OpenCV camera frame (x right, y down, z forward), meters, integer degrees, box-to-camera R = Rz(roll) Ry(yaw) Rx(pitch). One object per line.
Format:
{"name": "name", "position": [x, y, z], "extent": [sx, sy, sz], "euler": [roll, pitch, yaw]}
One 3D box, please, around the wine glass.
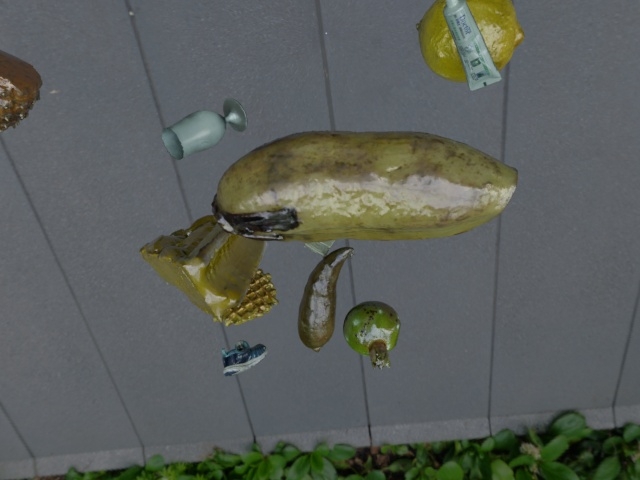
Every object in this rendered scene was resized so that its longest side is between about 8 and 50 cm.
{"name": "wine glass", "position": [-0.279, -0.270, 1.024], "extent": [0.092, 0.202, 0.093], "euler": [29, 140, 28]}

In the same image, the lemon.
{"name": "lemon", "position": [0.319, -0.445, 0.921], "extent": [0.230, 0.192, 0.192], "euler": [17, 118, 21]}

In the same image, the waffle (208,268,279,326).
{"name": "waffle", "position": [-0.201, 0.136, 1.064], "extent": [0.190, 0.191, 0.038], "euler": [7, 135, -3]}

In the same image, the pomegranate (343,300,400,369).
{"name": "pomegranate", "position": [0.146, 0.253, 1.143], "extent": [0.159, 0.205, 0.159], "euler": [-3, 126, -4]}

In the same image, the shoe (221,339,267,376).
{"name": "shoe", "position": [-0.188, 0.280, 1.036], "extent": [0.063, 0.143, 0.071], "euler": [-26, 81, 30]}

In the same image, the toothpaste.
{"name": "toothpaste", "position": [0.277, -0.369, 0.790], "extent": [0.064, 0.041, 0.218], "euler": [-14, 143, 33]}

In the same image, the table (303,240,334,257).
{"name": "table", "position": [0.000, 0.000, 1.299], "extent": [0.079, 0.062, 0.083], "euler": [31, 148, 3]}

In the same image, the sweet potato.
{"name": "sweet potato", "position": [0.004, 0.189, 1.351], "extent": [0.130, 0.131, 0.423], "euler": [11, 117, -5]}

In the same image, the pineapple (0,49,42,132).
{"name": "pineapple", "position": [-0.693, -0.253, 0.862], "extent": [0.157, 0.158, 0.279], "euler": [38, 112, -16]}

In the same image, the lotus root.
{"name": "lotus root", "position": [0.029, -0.046, 0.371], "extent": [0.258, 0.110, 0.097], "euler": [1, 74, 11]}

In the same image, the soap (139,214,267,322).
{"name": "soap", "position": [-0.294, 0.073, 0.885], "extent": [0.304, 0.339, 0.169], "euler": [-25, 107, 13]}
